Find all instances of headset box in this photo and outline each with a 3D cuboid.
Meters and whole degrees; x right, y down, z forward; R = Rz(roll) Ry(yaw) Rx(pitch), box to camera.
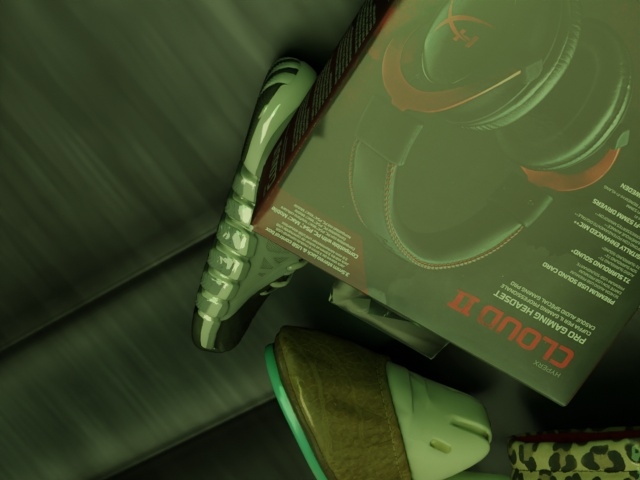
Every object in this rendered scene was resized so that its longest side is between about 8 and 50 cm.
[{"bbox_3d":[0.111,-0.063,1.072,0.218,0.110,0.293,30,112,-9],"label":"headset box"}]

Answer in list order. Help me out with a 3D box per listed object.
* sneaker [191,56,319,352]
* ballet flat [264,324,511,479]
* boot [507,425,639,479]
[{"bbox_3d":[0.000,0.000,1.211,0.132,0.086,0.228,18,128,-2],"label":"sneaker"},{"bbox_3d":[0.072,0.176,1.314,0.124,0.116,0.342,-16,124,10],"label":"ballet flat"},{"bbox_3d":[0.285,0.258,1.208,0.377,0.138,0.284,-5,87,32],"label":"boot"}]
